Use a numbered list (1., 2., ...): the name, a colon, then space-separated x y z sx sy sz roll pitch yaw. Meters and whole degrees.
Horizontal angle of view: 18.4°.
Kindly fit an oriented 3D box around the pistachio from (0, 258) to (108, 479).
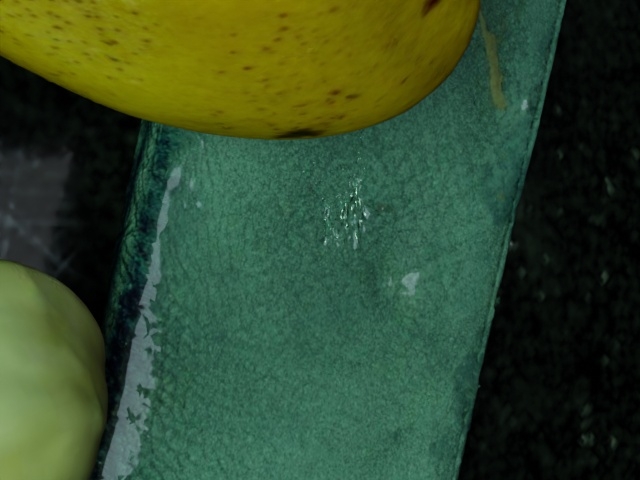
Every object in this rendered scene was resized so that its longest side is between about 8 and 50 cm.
1. pistachio: -0.152 0.075 0.641 0.185 0.124 0.124 -20 101 -29

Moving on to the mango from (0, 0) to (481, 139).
1. mango: -0.052 -0.127 0.631 0.290 0.191 0.160 47 44 -47

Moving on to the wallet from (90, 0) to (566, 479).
1. wallet: 0.000 0.000 0.793 0.191 0.046 0.379 19 79 -34
